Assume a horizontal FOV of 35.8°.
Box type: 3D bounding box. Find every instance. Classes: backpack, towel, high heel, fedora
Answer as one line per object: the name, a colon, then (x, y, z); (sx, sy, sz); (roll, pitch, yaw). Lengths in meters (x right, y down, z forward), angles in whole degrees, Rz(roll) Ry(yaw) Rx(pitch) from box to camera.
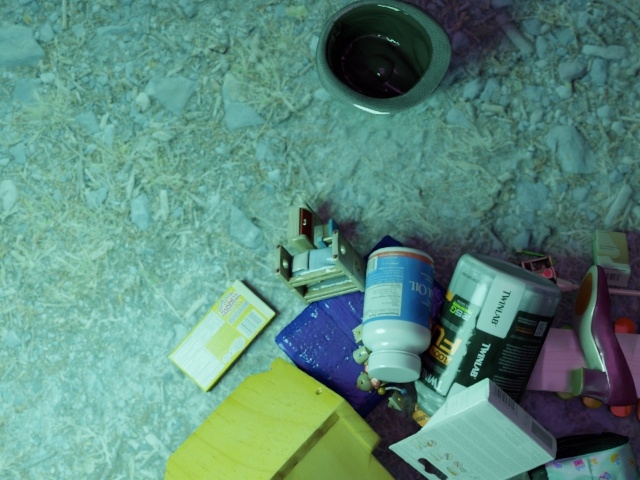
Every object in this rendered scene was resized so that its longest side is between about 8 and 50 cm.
backpack: (0.467, 0.412, 1.745); (0.188, 0.166, 0.144); (-21, 80, 7)
towel: (0.096, 0.168, 1.888); (0.308, 0.076, 0.227); (-43, 85, -2)
high heel: (0.513, 0.168, 1.754); (0.117, 0.082, 0.244); (12, 70, -12)
fedora: (0.126, -0.344, 1.943); (0.275, 0.124, 0.244); (27, 82, 19)

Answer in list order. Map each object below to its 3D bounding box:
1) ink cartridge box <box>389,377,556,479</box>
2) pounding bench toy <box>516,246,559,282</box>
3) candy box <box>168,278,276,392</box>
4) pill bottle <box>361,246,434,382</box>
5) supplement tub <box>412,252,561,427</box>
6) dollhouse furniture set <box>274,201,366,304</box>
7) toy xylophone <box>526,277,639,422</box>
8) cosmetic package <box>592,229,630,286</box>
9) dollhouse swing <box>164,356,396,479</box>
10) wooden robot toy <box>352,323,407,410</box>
ink cartridge box: (0.260, 0.346, 1.703); (0.181, 0.056, 0.224); (41, 129, -19)
pounding bench toy: (0.411, 0.046, 1.875); (0.065, 0.052, 0.083); (-14, 78, 4)
candy box: (-0.191, 0.186, 1.938); (0.105, 0.027, 0.206); (41, 87, 14)
pill bottle: (0.137, 0.133, 1.760); (0.124, 0.124, 0.221); (2, 66, 7)
supplement tub: (0.288, 0.196, 1.772); (0.193, 0.193, 0.316); (21, 99, 10)
dollhouse furniture set: (0.000, 0.000, 1.850); (0.129, 0.129, 0.184); (-15, 54, 21)
toy xylophone: (0.516, 0.199, 1.820); (0.322, 0.081, 0.236); (12, 82, 9)
cosmetic package: (0.537, 0.032, 1.834); (0.060, 0.041, 0.115); (6, 38, 6)
dollhouse swing: (-0.050, 0.468, 1.798); (0.347, 0.305, 0.315); (-46, 34, -14)
wooden robot toy: (0.087, 0.244, 1.807); (0.079, 0.076, 0.173); (-36, 71, 30)
